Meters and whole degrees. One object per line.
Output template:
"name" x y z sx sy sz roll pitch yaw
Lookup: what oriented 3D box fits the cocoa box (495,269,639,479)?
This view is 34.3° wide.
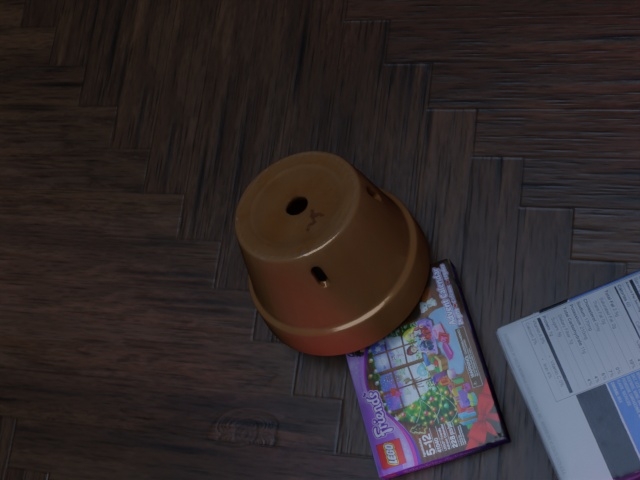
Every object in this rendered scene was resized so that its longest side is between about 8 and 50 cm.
"cocoa box" 0.395 0.206 1.357 0.228 0.347 0.231 -24 68 9

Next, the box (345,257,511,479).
"box" 0.150 0.196 1.595 0.201 0.057 0.293 -20 69 12

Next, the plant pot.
"plant pot" 0.000 0.000 1.581 0.291 0.203 0.291 -13 51 17
